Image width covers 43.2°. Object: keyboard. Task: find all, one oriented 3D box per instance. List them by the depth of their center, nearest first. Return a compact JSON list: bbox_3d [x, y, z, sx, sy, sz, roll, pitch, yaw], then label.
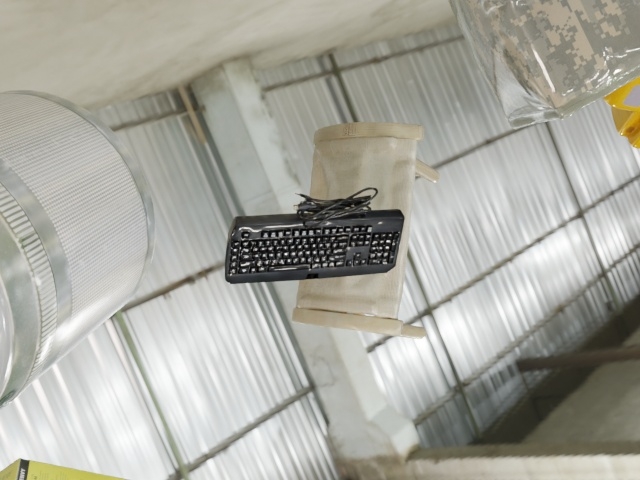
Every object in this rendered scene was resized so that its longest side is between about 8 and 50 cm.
[{"bbox_3d":[0.000,0.000,0.819,0.192,0.100,0.038,-4,-156,-22],"label":"keyboard"}]

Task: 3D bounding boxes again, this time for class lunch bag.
[{"bbox_3d":[0.254,-0.267,0.966,0.169,0.235,0.287,-30,-175,0],"label":"lunch bag"}]

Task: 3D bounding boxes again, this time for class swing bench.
[{"bbox_3d":[0.059,-0.005,1.078,0.165,0.253,0.255,6,173,15],"label":"swing bench"}]

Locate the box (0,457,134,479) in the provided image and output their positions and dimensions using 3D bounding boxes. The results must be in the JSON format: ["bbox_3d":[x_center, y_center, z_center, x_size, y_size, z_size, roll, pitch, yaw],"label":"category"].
[{"bbox_3d":[-0.299,0.339,1.043,0.232,0.058,0.087,24,138,-34],"label":"box"}]

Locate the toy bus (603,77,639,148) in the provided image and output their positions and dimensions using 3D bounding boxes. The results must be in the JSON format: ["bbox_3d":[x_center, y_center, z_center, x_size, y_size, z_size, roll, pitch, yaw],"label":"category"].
[{"bbox_3d":[0.451,-0.260,1.013,0.130,0.108,0.332,6,145,-8],"label":"toy bus"}]

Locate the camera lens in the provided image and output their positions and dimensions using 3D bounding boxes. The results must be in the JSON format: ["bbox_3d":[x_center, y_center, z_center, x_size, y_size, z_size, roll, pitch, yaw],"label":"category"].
[{"bbox_3d":[-0.273,0.010,0.626,0.219,0.219,0.274,-22,-167,22],"label":"camera lens"}]
